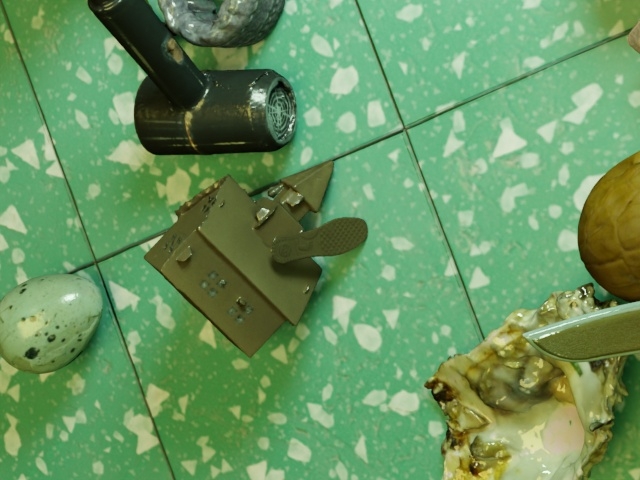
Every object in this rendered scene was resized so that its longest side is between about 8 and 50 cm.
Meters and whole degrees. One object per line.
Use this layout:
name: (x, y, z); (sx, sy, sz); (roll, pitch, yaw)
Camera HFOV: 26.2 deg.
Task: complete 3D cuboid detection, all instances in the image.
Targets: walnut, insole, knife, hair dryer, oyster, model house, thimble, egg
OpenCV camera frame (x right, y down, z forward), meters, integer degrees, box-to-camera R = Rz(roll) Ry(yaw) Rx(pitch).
walnut: (0.366, -0.021, 1.437); (0.207, 0.167, 0.167); (-30, 83, 36)
insole: (0.000, 0.000, 1.660); (0.002, 0.135, 0.045); (0, 101, 62)
knife: (0.378, 0.080, 1.424); (0.343, 0.027, 0.061); (-10, 118, -1)
hair dryer: (-0.173, -0.215, 1.607); (0.189, 0.352, 0.107); (1, 63, 25)
oyster: (0.256, 0.185, 1.566); (0.354, 0.107, 0.201); (-43, 67, 44)
model house: (-0.075, -0.011, 1.698); (0.248, 0.176, 0.181); (-46, 113, -7)
thimble: (-0.122, -0.310, 1.688); (0.150, 0.098, 0.150); (4, 99, 28)
egg: (-0.366, 0.110, 1.855); (0.164, 0.131, 0.131); (-31, 83, 26)

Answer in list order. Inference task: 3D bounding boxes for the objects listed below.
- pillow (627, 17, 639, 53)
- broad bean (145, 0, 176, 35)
pillow: (0.453, -0.189, 1.418); (0.248, 0.049, 0.135); (35, 120, 3)
broad bean: (-0.248, -0.317, 1.780); (0.195, 0.046, 0.061); (49, 126, 17)
